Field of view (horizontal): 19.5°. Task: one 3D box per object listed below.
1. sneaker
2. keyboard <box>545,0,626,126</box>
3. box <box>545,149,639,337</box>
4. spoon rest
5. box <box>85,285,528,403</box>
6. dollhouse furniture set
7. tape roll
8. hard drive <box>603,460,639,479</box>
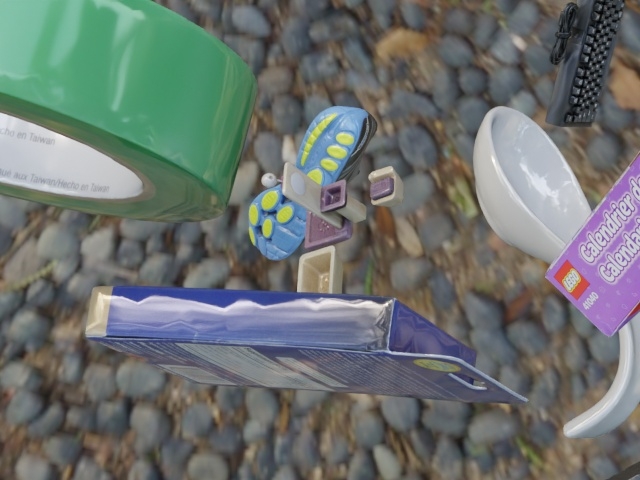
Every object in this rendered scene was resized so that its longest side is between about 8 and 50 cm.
[{"bbox_3d":[-0.004,-0.051,1.776,0.067,0.078,0.188,48,122,21],"label":"sneaker"},{"bbox_3d":[0.263,-0.199,1.828,0.023,0.108,0.180,23,106,38],"label":"keyboard"},{"bbox_3d":[0.270,-0.084,1.069,0.057,0.293,0.201,45,143,12],"label":"box"},{"bbox_3d":[0.197,0.016,1.487,0.084,0.137,0.276,-27,72,30],"label":"spoon rest"},{"bbox_3d":[-0.003,0.060,1.068,0.225,0.136,0.036,3,76,25],"label":"box"},{"bbox_3d":[0.000,0.000,1.307,0.091,0.114,0.081,-18,145,35],"label":"dollhouse furniture set"},{"bbox_3d":[-0.198,-0.093,1.060,0.321,0.321,0.077,16,79,-6],"label":"tape roll"},{"bbox_3d":[0.412,0.315,1.626,0.237,0.064,0.339,-29,90,5],"label":"hard drive"}]
